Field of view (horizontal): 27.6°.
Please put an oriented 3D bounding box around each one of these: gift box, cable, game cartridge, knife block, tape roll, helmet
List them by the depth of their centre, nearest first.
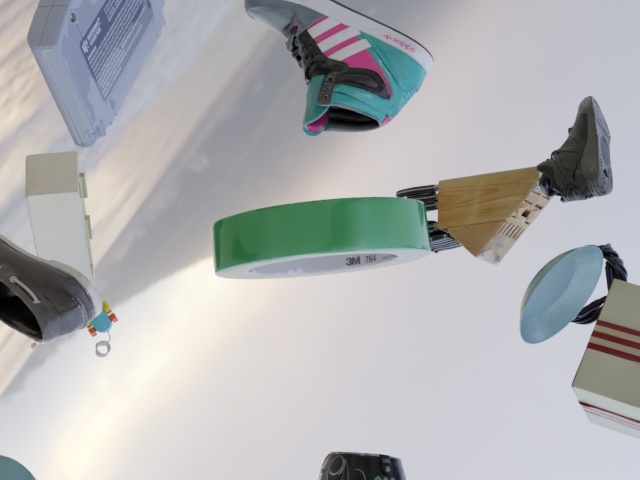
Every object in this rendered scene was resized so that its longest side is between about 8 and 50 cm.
[{"bbox_3d":[-0.295,-0.291,1.744,0.196,0.060,0.294,78,23,-43],"label":"game cartridge"},{"bbox_3d":[0.000,0.000,1.928,0.321,0.321,0.077,151,-65,-73],"label":"tape roll"},{"bbox_3d":[0.070,0.444,2.207,0.169,0.169,0.161,146,-49,-69],"label":"helmet"},{"bbox_3d":[0.619,0.213,2.293,0.276,0.258,0.255,-66,152,-11],"label":"gift box"},{"bbox_3d":[0.504,0.084,2.442,0.047,0.150,0.184,-96,-150,-59],"label":"cable"},{"bbox_3d":[0.279,-0.081,2.463,0.275,0.242,0.088,-52,146,14],"label":"knife block"}]

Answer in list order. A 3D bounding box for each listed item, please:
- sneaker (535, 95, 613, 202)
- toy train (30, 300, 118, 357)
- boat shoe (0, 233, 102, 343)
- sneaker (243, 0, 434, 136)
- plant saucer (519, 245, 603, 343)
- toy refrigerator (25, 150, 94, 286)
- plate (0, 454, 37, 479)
[{"bbox_3d":[0.438,-0.155,2.270,0.130,0.087,0.227,-17,-134,30],"label":"sneaker"},{"bbox_3d":[-0.456,0.156,2.402,0.046,0.166,0.125,98,7,-78],"label":"toy train"},{"bbox_3d":[-0.442,0.064,1.805,0.335,0.112,0.095,13,-141,41],"label":"boat shoe"},{"bbox_3d":[-0.004,-0.246,1.892,0.124,0.295,0.178,86,30,-74],"label":"sneaker"},{"bbox_3d":[0.383,0.080,2.130,0.195,0.037,0.195,-30,142,-26],"label":"plant saucer"},{"bbox_3d":[-0.430,-0.015,2.188,0.269,0.094,0.102,91,-9,-45],"label":"toy refrigerator"},{"bbox_3d":[-0.463,0.390,1.799,0.188,0.188,0.024,-53,158,3],"label":"plate"}]
